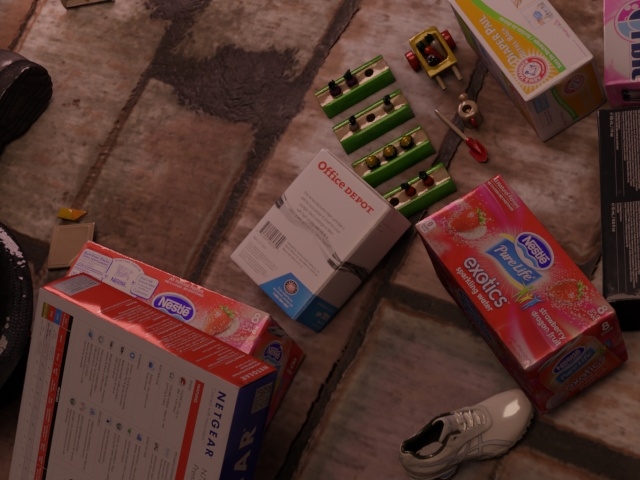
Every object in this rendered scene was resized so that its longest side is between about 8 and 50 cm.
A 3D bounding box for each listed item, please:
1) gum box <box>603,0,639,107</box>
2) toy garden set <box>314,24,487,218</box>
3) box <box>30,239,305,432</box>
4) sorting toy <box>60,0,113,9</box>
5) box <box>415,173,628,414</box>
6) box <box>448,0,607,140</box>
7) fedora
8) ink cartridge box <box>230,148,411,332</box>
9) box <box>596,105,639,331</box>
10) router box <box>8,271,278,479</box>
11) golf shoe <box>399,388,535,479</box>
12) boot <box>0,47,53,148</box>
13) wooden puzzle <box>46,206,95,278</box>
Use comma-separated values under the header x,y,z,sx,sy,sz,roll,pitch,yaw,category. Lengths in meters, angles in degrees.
x,y,z,sx,sy,sz,roll,pitch,yaw,category
0.422,-0.261,1.926,0.107,0.062,0.188,-5,63,19,gum box
0.121,-0.166,2.001,0.204,0.049,0.244,-30,58,5,toy garden set
-0.194,0.133,1.915,0.300,0.142,0.154,20,73,27,box
-0.365,-0.395,2.282,0.083,0.075,0.045,-7,63,17,sorting toy
0.238,0.061,1.784,0.128,0.122,0.257,-32,52,-3,box
0.270,-0.249,1.948,0.103,0.114,0.203,-33,59,3,box
-0.494,0.127,2.025,0.334,0.152,0.334,-11,57,18,fedora
0.000,0.000,1.929,0.190,0.082,0.139,-49,59,3,ink cartridge box
0.432,-0.033,1.787,0.184,0.103,0.261,-6,62,20,box
-0.225,0.251,1.791,0.301,0.082,0.335,24,113,26,router box
0.172,0.226,1.766,0.176,0.086,0.069,-33,56,1,golf shoe
-0.578,-0.175,2.245,0.223,0.118,0.338,31,68,33,boot
-0.351,0.007,2.114,0.078,0.014,0.116,0,65,25,wooden puzzle
